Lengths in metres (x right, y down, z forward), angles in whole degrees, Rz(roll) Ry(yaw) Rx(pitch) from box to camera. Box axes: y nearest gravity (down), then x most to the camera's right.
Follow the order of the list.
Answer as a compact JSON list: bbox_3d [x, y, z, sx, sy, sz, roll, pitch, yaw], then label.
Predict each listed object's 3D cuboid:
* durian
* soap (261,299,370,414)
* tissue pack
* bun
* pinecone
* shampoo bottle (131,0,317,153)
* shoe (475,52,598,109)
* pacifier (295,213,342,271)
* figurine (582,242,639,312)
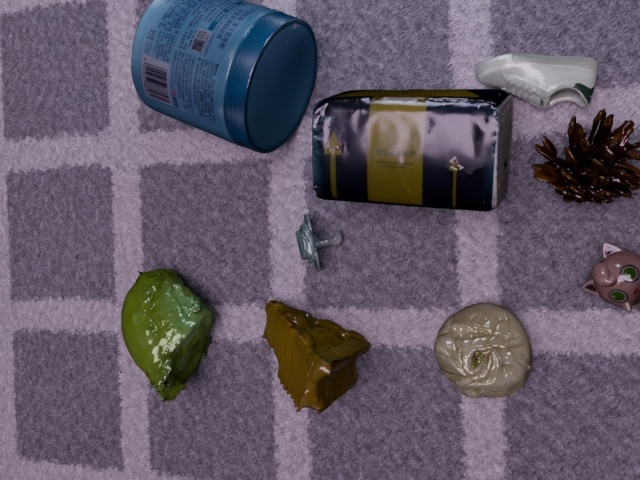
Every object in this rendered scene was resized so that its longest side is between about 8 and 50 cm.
[{"bbox_3d":[-0.417,0.238,1.828,0.256,0.204,0.339,-47,67,1],"label":"durian"},{"bbox_3d":[-0.071,0.264,1.609,0.304,0.338,0.169,19,96,18],"label":"soap"},{"bbox_3d":[0.208,-0.211,1.522,0.416,0.264,0.253,4,107,22],"label":"tissue pack"},{"bbox_3d":[0.373,0.259,1.548,0.229,0.145,0.229,2,94,24],"label":"bun"},{"bbox_3d":[0.575,-0.174,1.420,0.228,0.201,0.202,11,56,-8],"label":"pinecone"},{"bbox_3d":[-0.235,-0.424,1.655,0.342,0.331,0.331,23,99,19],"label":"shampoo bottle"},{"bbox_3d":[0.479,-0.350,1.504,0.265,0.095,0.110,1,77,18],"label":"shoe"},{"bbox_3d":[0.000,0.000,1.706,0.116,0.127,0.150,-12,80,-4],"label":"pacifier"},{"bbox_3d":[0.649,0.083,1.447,0.138,0.125,0.125,28,101,19],"label":"figurine"}]
